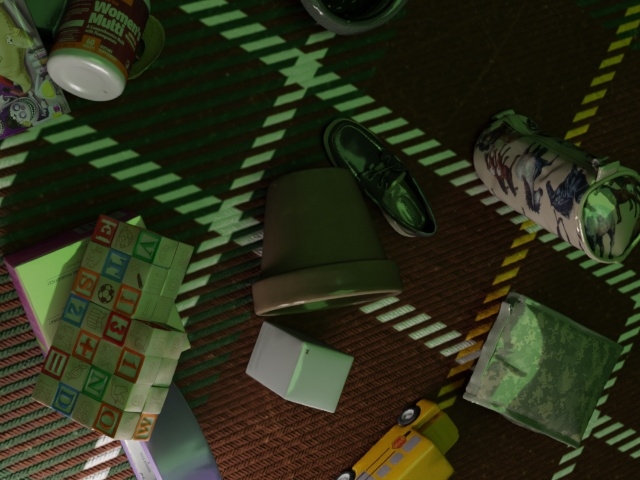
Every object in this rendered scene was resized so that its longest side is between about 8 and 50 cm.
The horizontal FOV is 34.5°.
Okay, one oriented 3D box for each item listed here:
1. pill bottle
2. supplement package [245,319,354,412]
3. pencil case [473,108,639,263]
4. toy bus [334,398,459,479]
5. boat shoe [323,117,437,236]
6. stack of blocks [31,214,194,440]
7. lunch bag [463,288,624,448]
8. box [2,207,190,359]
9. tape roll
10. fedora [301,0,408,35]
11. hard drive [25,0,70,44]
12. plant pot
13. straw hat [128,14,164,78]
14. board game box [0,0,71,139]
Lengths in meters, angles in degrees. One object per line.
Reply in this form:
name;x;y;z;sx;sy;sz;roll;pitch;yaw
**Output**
pill bottle;-0.332;-0.336;1.585;0.121;0.121;0.221;26;62;-27
supplement package;-0.039;0.219;1.809;0.105;0.179;0.105;21;88;-26
pencil case;0.430;-0.114;1.877;0.160;0.410;0.183;-9;114;-18
toy bus;0.135;0.457;1.956;0.333;0.130;0.108;-42;113;-15
boat shoe;0.120;-0.112;1.886;0.103;0.092;0.285;-46;114;-13
stack of blocks;-0.293;0.129;1.537;0.087;0.171;0.297;24;85;-61
lunch bag;0.420;0.249;2.044;0.287;0.169;0.235;28;85;-31
box;-0.361;0.101;1.672;0.213;0.117;0.243;-25;107;-21
tape roll;-0.251;0.345;1.672;0.090;0.275;0.274;-24;107;-21
fedora;0.050;-0.497;1.777;0.244;0.124;0.275;-2;107;-23
hard drive;-0.449;-0.445;1.583;0.172;0.054;0.254;12;92;-27
plant pot;0.000;0.000;1.781;0.263;0.263;0.229;-4;81;-25
straw hat;-0.311;-0.296;1.665;0.144;0.144;0.061;-46;153;-13
board game box;-0.531;-0.312;1.520;0.208;0.056;0.347;-23;118;-9
